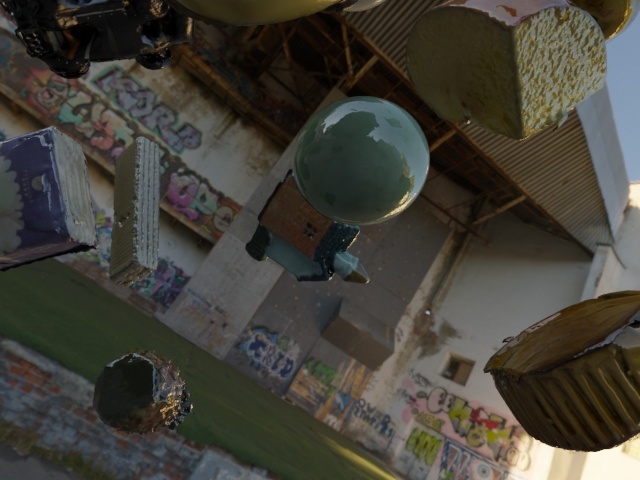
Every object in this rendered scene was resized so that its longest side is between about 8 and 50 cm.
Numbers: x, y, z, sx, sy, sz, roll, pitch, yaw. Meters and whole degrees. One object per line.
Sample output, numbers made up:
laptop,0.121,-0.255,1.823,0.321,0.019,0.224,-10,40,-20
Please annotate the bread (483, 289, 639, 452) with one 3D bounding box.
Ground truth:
bread,0.278,0.131,0.428,0.104,0.199,0.199,60,-13,11

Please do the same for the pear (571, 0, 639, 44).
pear,0.585,-0.530,0.918,0.209,0.209,0.209,29,-17,10

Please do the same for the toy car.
toy car,-0.369,-0.389,0.740,0.118,0.301,0.193,65,-24,11

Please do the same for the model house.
model house,0.000,0.000,0.978,0.291,0.253,0.184,41,26,9

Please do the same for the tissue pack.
tissue pack,-0.647,-0.060,0.841,0.125,0.343,0.242,66,9,-81

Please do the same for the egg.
egg,0.043,-0.093,0.504,0.149,0.149,0.192,41,-14,-27

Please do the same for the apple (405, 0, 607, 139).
apple,0.324,-0.335,0.799,0.314,0.252,0.309,6,29,-29

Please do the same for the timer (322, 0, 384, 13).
timer,0.075,-0.608,0.865,0.233,0.240,0.233,6,-32,4

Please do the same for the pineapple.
pineapple,-0.225,0.220,0.585,0.108,0.108,0.198,26,-25,19

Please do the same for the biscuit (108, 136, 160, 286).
biscuit,-0.517,-0.086,1.172,0.144,0.426,0.078,-28,-33,28

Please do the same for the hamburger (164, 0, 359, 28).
hamburger,-0.031,-0.333,0.325,0.302,0.261,0.186,-9,-19,-1
